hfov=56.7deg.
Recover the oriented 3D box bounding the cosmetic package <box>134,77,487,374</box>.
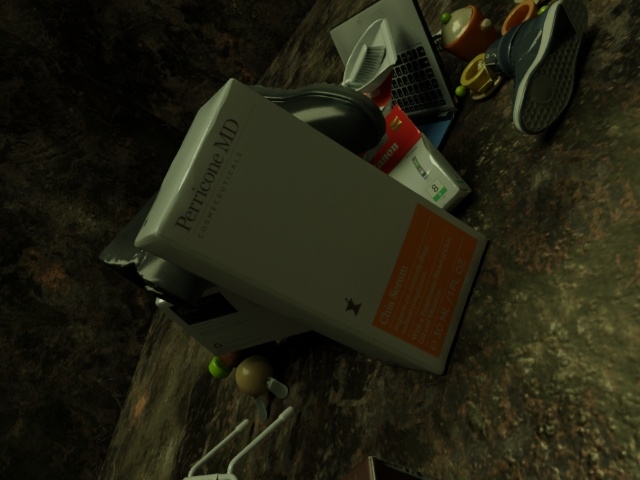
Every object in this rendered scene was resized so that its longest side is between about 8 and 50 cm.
[{"bbox_3d":[0.000,0.000,0.854,0.161,0.453,0.230,-9,56,64],"label":"cosmetic package"}]

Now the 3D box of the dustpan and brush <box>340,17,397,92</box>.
[{"bbox_3d":[0.070,-0.328,1.190,0.211,0.060,0.147,122,150,-47],"label":"dustpan and brush"}]

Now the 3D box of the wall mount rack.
[{"bbox_3d":[-0.175,0.468,1.130,0.350,0.130,0.304,-33,40,50],"label":"wall mount rack"}]

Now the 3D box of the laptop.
[{"bbox_3d":[0.092,-0.268,1.292,0.236,0.408,0.382,-31,16,-16],"label":"laptop"}]

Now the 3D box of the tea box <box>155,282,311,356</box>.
[{"bbox_3d":[-0.119,0.018,1.217,0.329,0.220,0.323,-17,47,19],"label":"tea box"}]

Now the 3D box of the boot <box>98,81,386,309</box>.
[{"bbox_3d":[-0.133,-0.079,1.042,0.367,0.146,0.445,12,56,41],"label":"boot"}]

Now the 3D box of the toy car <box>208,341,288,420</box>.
[{"bbox_3d":[-0.133,0.289,1.302,0.155,0.149,0.188,-55,51,25],"label":"toy car"}]

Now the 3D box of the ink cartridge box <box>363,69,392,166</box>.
[{"bbox_3d":[0.082,-0.241,1.223,0.189,0.066,0.232,-170,75,-68],"label":"ink cartridge box"}]

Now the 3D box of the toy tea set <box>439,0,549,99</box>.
[{"bbox_3d":[0.337,-0.427,1.069,0.336,0.124,0.200,-47,26,32],"label":"toy tea set"}]

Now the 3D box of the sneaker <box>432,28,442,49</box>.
[{"bbox_3d":[0.294,-0.472,1.350,0.109,0.040,0.044,-23,27,53],"label":"sneaker"}]

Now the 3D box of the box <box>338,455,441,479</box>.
[{"bbox_3d":[0.064,0.375,0.643,0.203,0.168,0.167,-48,26,29],"label":"box"}]

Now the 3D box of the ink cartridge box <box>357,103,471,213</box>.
[{"bbox_3d":[0.135,-0.108,1.069,0.181,0.056,0.225,-49,65,30],"label":"ink cartridge box"}]

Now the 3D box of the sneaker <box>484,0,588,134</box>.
[{"bbox_3d":[0.324,-0.259,0.949,0.163,0.086,0.226,-3,62,67],"label":"sneaker"}]
